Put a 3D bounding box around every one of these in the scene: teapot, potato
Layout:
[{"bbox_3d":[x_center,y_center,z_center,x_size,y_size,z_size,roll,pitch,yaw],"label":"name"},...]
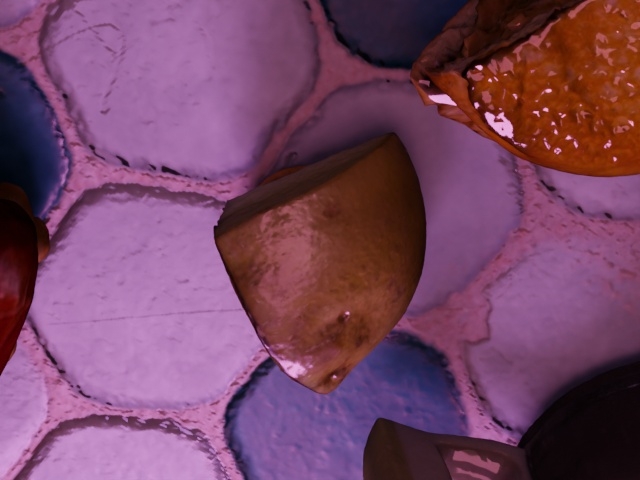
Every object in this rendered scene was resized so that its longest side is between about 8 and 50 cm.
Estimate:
[{"bbox_3d":[0.213,0.199,1.020,0.239,0.239,0.321,-42,107,16],"label":"teapot"},{"bbox_3d":[0.021,0.024,0.996,0.120,0.081,0.149,-24,112,15],"label":"potato"}]

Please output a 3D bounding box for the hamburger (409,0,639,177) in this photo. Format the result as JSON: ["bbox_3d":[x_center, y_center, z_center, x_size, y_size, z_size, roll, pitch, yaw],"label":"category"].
[{"bbox_3d":[0.197,-0.122,0.925,0.283,0.144,0.156,-29,122,15],"label":"hamburger"}]

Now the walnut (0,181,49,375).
[{"bbox_3d":[-0.273,0.045,0.979,0.269,0.222,0.244,-51,137,12],"label":"walnut"}]

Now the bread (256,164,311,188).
[{"bbox_3d":[0.000,0.000,1.044,0.110,0.024,0.110,1,114,1],"label":"bread"}]
